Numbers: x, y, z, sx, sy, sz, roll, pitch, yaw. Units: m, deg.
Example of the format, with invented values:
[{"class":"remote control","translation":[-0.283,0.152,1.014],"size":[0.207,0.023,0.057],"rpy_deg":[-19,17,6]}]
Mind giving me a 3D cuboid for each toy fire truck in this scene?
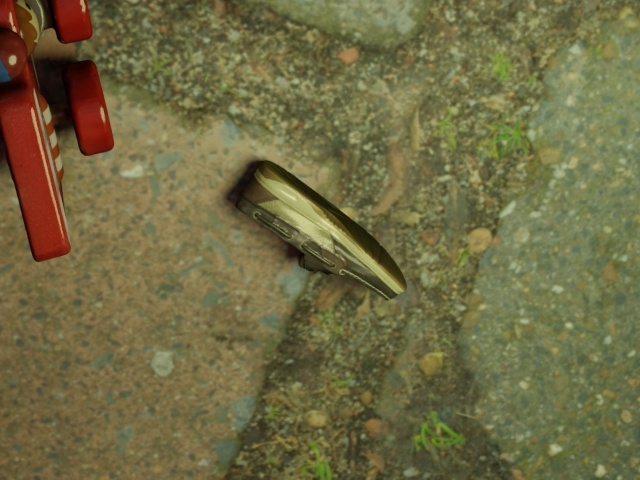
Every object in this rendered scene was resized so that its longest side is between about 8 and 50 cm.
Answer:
[{"class":"toy fire truck","translation":[-0.300,-0.157,1.691],"size":[0.169,0.254,0.302],"rpy_deg":[-12,114,-8]}]

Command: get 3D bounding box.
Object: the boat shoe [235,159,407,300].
[{"class":"boat shoe","translation":[0.000,0.000,1.928],"size":[0.223,0.080,0.073],"rpy_deg":[40,104,-19]}]
